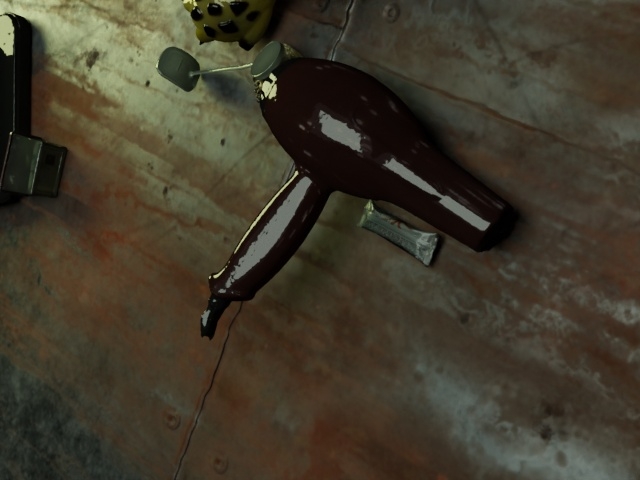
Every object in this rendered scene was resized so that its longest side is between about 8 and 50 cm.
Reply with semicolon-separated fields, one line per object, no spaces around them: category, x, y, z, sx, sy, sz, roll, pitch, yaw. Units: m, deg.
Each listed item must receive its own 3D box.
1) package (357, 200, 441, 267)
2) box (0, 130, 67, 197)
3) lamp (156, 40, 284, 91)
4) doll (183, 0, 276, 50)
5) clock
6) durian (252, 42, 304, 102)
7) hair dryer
package;0.082;-0.010;1.401;0.110;0.015;0.037;31;102;38
box;-0.386;-0.098;1.772;0.063;0.060;0.084;14;91;32
lamp;-0.117;-0.211;1.545;0.198;0.056;0.050;-2;57;50
doll;-0.042;-0.302;1.508;0.291;0.086;0.117;-19;104;35
clock;-0.524;-0.173;1.901;0.273;0.049;0.278;-11;76;37
durian;-0.041;-0.175;1.505;0.066;0.052;0.130;-45;55;24
hair dryer;0.000;0.000;1.389;0.312;0.123;0.340;42;102;27
